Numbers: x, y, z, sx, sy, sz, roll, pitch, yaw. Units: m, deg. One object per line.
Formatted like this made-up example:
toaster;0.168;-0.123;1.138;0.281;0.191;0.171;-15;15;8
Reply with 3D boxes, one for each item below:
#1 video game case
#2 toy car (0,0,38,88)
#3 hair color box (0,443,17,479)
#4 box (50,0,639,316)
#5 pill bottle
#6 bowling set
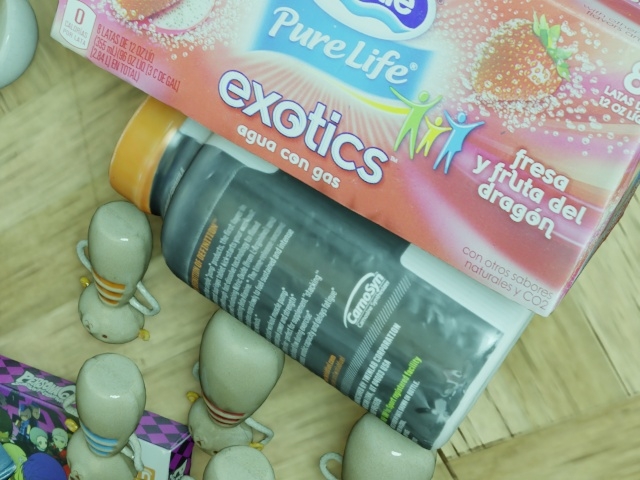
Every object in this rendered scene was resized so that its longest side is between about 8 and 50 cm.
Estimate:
video game case;-0.209;0.197;1.010;0.232;0.042;0.210;18;116;19
toy car;-0.283;-0.143;0.861;0.182;0.159;0.136;-39;56;33
hair color box;-0.390;0.091;0.985;0.347;0.105;0.174;50;126;11
box;0.036;-0.114;0.696;0.300;0.154;0.142;30;120;14
pill bottle;0.000;0.000;0.772;0.246;0.130;0.130;34;121;10
bowling set;-0.094;0.133;0.830;0.287;0.200;0.154;38;145;14
